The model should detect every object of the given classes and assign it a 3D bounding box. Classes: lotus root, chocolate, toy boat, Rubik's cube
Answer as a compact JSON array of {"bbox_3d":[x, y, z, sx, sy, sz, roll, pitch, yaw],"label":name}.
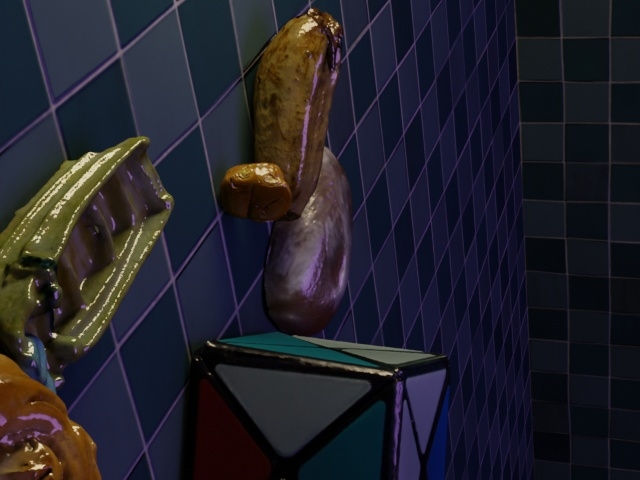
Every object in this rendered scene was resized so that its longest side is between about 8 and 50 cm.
[{"bbox_3d":[-0.036,-0.151,1.332,0.110,0.097,0.259,2,98,-67],"label":"lotus root"},{"bbox_3d":[0.001,-0.001,1.475,0.157,0.080,0.254,55,42,-60],"label":"chocolate"},{"bbox_3d":[-0.206,0.021,0.898,0.276,0.084,0.111,-71,153,-49],"label":"toy boat"},{"bbox_3d":[0.003,0.242,1.271,0.246,0.248,0.250,5,89,-71],"label":"Rubik's cube"}]

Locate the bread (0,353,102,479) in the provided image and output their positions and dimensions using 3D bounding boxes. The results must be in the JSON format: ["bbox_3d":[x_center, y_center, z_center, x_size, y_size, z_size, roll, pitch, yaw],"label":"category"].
[{"bbox_3d":[-0.246,0.131,0.616,0.198,0.236,0.120,-50,-175,-39],"label":"bread"}]

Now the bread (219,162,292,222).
[{"bbox_3d":[-0.075,-0.055,1.262,0.081,0.083,0.046,-48,-153,43],"label":"bread"}]
